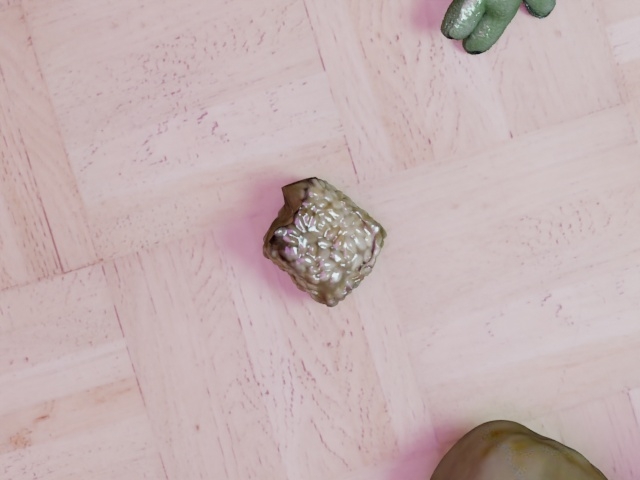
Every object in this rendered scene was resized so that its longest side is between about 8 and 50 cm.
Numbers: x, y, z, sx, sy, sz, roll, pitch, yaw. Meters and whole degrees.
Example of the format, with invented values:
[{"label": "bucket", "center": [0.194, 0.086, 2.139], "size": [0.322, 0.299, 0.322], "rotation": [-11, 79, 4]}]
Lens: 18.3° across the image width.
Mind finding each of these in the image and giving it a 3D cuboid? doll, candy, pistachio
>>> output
[{"label": "doll", "center": [0.164, -0.234, 1.759], "size": [0.150, 0.077, 0.115], "rotation": [-49, 132, 11]}, {"label": "candy", "center": [0.000, 0.000, 1.781], "size": [0.110, 0.085, 0.095], "rotation": [34, 89, -7]}, {"label": "pistachio", "center": [0.186, 0.297, 1.735], "size": [0.197, 0.166, 0.288], "rotation": [-13, 92, 11]}]
